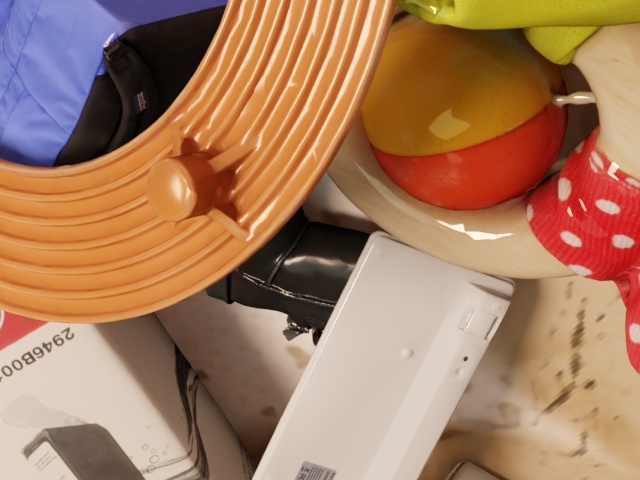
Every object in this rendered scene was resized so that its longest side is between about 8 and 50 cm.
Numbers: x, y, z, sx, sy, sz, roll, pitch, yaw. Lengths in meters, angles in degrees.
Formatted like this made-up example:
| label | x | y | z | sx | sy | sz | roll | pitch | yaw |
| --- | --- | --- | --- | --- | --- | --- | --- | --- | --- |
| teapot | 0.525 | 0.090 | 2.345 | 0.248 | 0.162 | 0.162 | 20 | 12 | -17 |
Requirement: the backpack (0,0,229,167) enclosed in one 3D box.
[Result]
| label | x | y | z | sx | sy | sz | roll | pitch | yaw |
| --- | --- | --- | --- | --- | --- | --- | --- | --- | --- |
| backpack | -0.094 | -0.074 | 0.573 | 0.101 | 0.098 | 0.120 | 47 | 131 | 22 |

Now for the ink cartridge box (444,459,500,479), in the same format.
| label | x | y | z | sx | sy | sz | roll | pitch | yaw |
| --- | --- | --- | --- | --- | --- | --- | --- | --- | --- |
| ink cartridge box | 0.085 | 0.303 | 0.698 | 0.223 | 0.129 | 0.307 | 31 | 119 | 10 |

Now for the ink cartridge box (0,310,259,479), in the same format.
| label | x | y | z | sx | sy | sz | roll | pitch | yaw |
| --- | --- | --- | --- | --- | --- | --- | --- | --- | --- |
| ink cartridge box | -0.157 | 0.114 | 0.675 | 0.197 | 0.114 | 0.272 | -30 | 113 | 4 |

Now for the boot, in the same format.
| label | x | y | z | sx | sy | sz | roll | pitch | yaw |
| --- | --- | --- | --- | --- | --- | --- | --- | --- | --- |
| boot | 0.000 | 0.000 | 0.619 | 0.099 | 0.045 | 0.121 | 18 | 135 | 12 |

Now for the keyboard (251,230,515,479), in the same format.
| label | x | y | z | sx | sy | sz | roll | pitch | yaw |
| --- | --- | --- | --- | --- | --- | --- | --- | --- | --- |
| keyboard | 0.003 | 0.117 | 0.632 | 0.072 | 0.014 | 0.256 | 22 | 107 | -11 |

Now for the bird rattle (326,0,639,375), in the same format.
| label | x | y | z | sx | sy | sz | roll | pitch | yaw |
| --- | --- | --- | --- | --- | --- | --- | --- | --- | --- |
| bird rattle | 0.088 | -0.053 | 0.525 | 0.207 | 0.143 | 0.253 | 2 | 138 | 36 |

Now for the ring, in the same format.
| label | x | y | z | sx | sy | sz | roll | pitch | yaw |
| --- | --- | --- | --- | --- | --- | --- | --- | --- | --- |
| ring | -0.115 | -0.132 | 0.484 | 0.337 | 0.032 | 0.336 | 8 | 104 | 34 |
